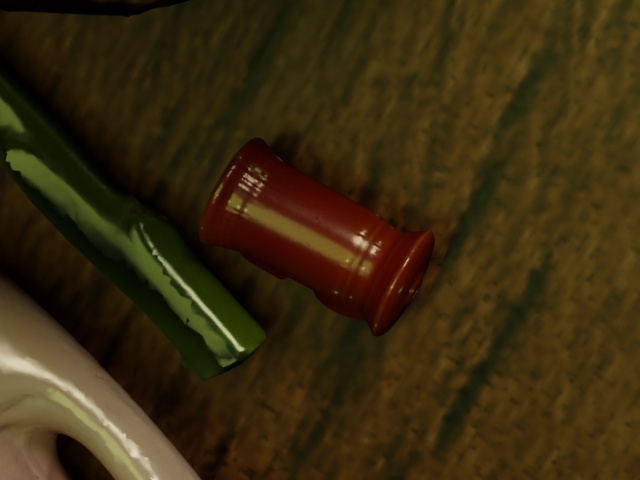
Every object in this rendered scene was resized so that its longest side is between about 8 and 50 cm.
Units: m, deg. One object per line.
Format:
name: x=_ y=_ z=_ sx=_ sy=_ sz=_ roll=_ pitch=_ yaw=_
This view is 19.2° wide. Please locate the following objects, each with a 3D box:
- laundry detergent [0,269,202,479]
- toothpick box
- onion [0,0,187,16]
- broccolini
laundry detergent: x=-0.092 y=0.152 z=0.754 sx=0.335 sy=0.088 sz=0.159 roll=45 pitch=109 yaw=5
toothpick box: x=0.000 y=0.000 z=0.718 sx=0.083 sy=0.047 sz=0.047 roll=29 pitch=107 yaw=10
onion: x=-0.032 y=-0.244 z=0.577 sx=0.260 sy=0.282 sz=0.336 roll=-11 pitch=110 yaw=-14
broccolini: x=-0.184 y=-0.073 z=0.761 sx=0.392 sy=0.079 sz=0.074 roll=45 pitch=150 yaw=5
